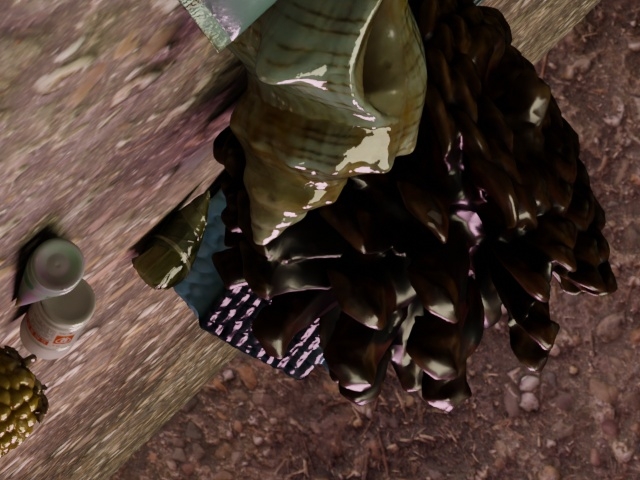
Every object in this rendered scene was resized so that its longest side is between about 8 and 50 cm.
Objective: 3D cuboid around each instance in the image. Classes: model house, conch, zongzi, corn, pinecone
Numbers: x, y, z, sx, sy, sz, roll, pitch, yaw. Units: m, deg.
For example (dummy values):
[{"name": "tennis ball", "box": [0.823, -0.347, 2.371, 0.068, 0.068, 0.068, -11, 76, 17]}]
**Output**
[{"name": "model house", "box": [0.000, 0.000, 2.173, 0.261, 0.241, 0.226, -47, 171, 38]}, {"name": "conch", "box": [-0.002, -0.161, 1.387, 0.203, 0.169, 0.386, -80, 175, -60]}, {"name": "zongzi", "box": [-0.149, -0.001, 2.080, 0.119, 0.055, 0.109, -54, 178, -2]}, {"name": "corn", "box": [-0.370, 0.194, 1.680, 0.305, 0.106, 0.106, -36, 172, -37]}, {"name": "pinecone", "box": [0.079, -0.026, 1.774, 0.398, 0.398, 0.398, -43, 175, -5]}]

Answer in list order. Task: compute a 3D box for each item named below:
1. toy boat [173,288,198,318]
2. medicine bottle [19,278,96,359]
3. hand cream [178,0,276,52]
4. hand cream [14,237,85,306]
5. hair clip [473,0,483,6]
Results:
[{"name": "toy boat", "box": [-0.054, -0.009, 2.379, 0.276, 0.111, 0.084, -38, 168, -19]}, {"name": "medicine bottle", "box": [-0.251, 0.072, 1.840, 0.057, 0.057, 0.089, -40, 174, -32]}, {"name": "hand cream", "box": [0.027, -0.252, 1.259, 0.312, 0.070, 0.111, -39, 149, -1]}, {"name": "hand cream", "box": [-0.238, 0.029, 1.705, 0.076, 0.047, 0.174, -42, -176, -11]}, {"name": "hair clip", "box": [0.212, -0.299, 2.266, 0.275, 0.083, 0.048, -40, 170, -2]}]
